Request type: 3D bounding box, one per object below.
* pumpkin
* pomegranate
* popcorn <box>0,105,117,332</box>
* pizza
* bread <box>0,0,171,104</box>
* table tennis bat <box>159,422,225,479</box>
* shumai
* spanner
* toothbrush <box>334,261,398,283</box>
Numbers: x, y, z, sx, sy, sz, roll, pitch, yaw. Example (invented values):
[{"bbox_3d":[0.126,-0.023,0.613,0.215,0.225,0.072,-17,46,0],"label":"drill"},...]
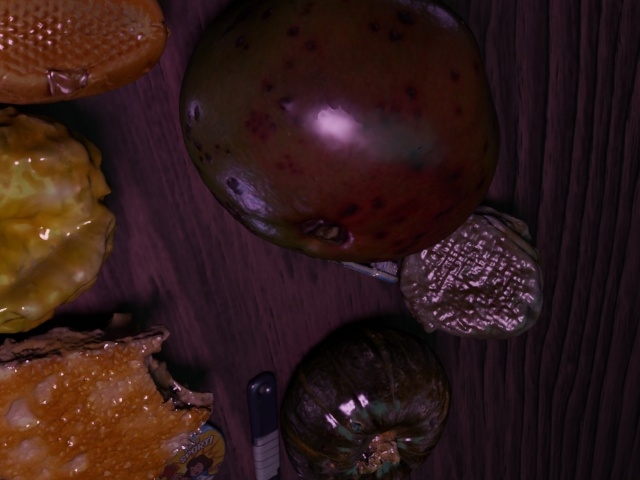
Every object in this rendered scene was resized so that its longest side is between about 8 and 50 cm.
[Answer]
[{"bbox_3d":[0.057,0.211,1.217,0.223,0.157,0.224,-14,127,-19],"label":"pumpkin"},{"bbox_3d":[0.009,-0.140,0.910,0.290,0.323,0.291,-13,153,-7],"label":"pomegranate"},{"bbox_3d":[-0.262,-0.017,0.802,0.197,0.155,0.198,-9,109,-26],"label":"popcorn"},{"bbox_3d":[-0.232,0.168,0.994,0.223,0.089,0.323,-34,136,-10],"label":"pizza"},{"bbox_3d":[-0.216,-0.167,0.792,0.189,0.077,0.114,-9,103,-35],"label":"bread"},{"bbox_3d":[-0.159,0.244,1.158,0.100,0.019,0.155,-28,134,-22],"label":"table tennis bat"},{"bbox_3d":[0.193,0.042,1.267,0.184,0.184,0.142,-54,167,2],"label":"shumai"},{"bbox_3d":[-0.064,0.289,1.268,0.087,0.024,0.316,-22,129,-30],"label":"spanner"},{"bbox_3d":[-0.002,0.005,1.123,0.294,0.026,0.028,20,85,-46],"label":"toothbrush"}]
